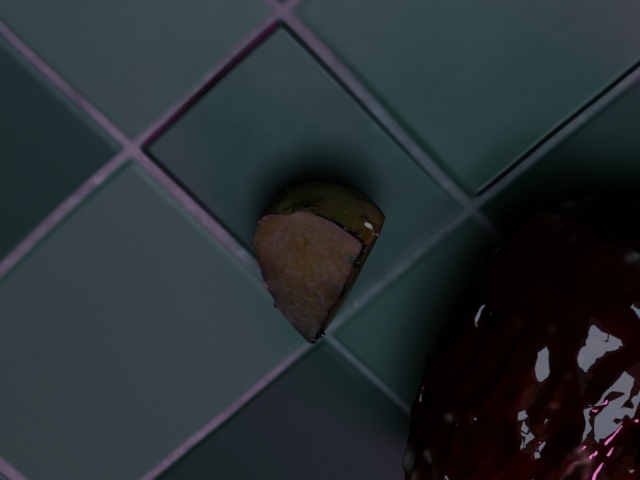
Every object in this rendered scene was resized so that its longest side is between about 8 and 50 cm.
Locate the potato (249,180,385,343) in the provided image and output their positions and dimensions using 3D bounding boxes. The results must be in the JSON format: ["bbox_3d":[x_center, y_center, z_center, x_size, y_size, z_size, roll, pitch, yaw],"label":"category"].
[{"bbox_3d":[0.000,0.000,1.297,0.100,0.089,0.172,29,144,7],"label":"potato"}]

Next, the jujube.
[{"bbox_3d":[0.221,0.127,1.269,0.258,0.258,0.377,26,105,-12],"label":"jujube"}]
